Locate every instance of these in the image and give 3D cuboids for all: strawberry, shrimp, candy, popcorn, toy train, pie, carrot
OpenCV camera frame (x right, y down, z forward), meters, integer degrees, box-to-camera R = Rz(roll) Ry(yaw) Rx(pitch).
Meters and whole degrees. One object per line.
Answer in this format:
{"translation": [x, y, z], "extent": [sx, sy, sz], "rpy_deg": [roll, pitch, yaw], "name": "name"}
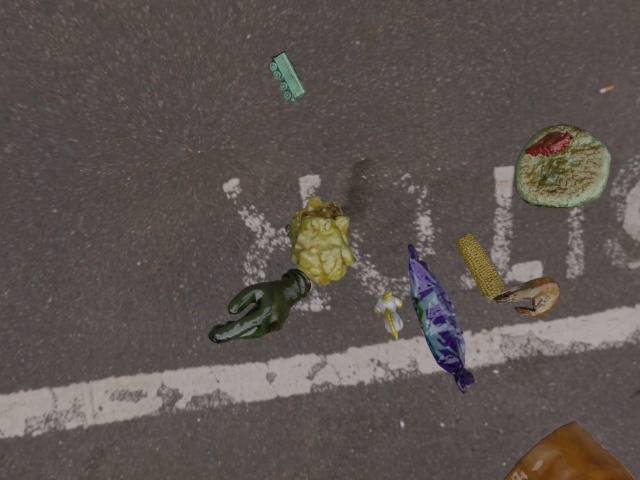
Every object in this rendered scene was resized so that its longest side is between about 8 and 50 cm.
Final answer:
{"translation": [0.736, -0.314, 1.683], "extent": [0.152, 0.104, 0.048], "rpy_deg": [-15, 125, 30], "name": "strawberry"}
{"translation": [0.706, 0.195, 1.777], "extent": [0.248, 0.068, 0.150], "rpy_deg": [0, 108, -12], "name": "shrimp"}
{"translation": [0.217, 0.142, 0.952], "extent": [0.070, 0.145, 0.275], "rpy_deg": [-23, 69, 12], "name": "candy"}
{"translation": [0.000, 0.000, 1.697], "extent": [0.215, 0.286, 0.252], "rpy_deg": [-16, 133, 0], "name": "popcorn"}
{"translation": [-0.101, -0.496, 1.579], "extent": [0.070, 0.038, 0.148], "rpy_deg": [-24, 101, 29], "name": "toy train"}
{"translation": [0.850, -0.259, 1.847], "extent": [0.323, 0.070, 0.324], "rpy_deg": [0, 91, 21], "name": "pie"}
{"translation": [0.336, 0.357, 0.590], "extent": [0.195, 0.254, 0.196], "rpy_deg": [-21, 129, -28], "name": "carrot"}

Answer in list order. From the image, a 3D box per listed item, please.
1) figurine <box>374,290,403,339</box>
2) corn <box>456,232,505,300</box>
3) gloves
{"translation": [0.256, 0.281, 1.918], "extent": [0.109, 0.130, 0.178], "rpy_deg": [-11, 65, 6], "name": "figurine"}
{"translation": [0.584, 0.095, 1.908], "extent": [0.091, 0.091, 0.260], "rpy_deg": [-30, 83, 17], "name": "corn"}
{"translation": [-0.127, 0.152, 1.155], "extent": [0.268, 0.107, 0.135], "rpy_deg": [-31, 124, -32], "name": "gloves"}
